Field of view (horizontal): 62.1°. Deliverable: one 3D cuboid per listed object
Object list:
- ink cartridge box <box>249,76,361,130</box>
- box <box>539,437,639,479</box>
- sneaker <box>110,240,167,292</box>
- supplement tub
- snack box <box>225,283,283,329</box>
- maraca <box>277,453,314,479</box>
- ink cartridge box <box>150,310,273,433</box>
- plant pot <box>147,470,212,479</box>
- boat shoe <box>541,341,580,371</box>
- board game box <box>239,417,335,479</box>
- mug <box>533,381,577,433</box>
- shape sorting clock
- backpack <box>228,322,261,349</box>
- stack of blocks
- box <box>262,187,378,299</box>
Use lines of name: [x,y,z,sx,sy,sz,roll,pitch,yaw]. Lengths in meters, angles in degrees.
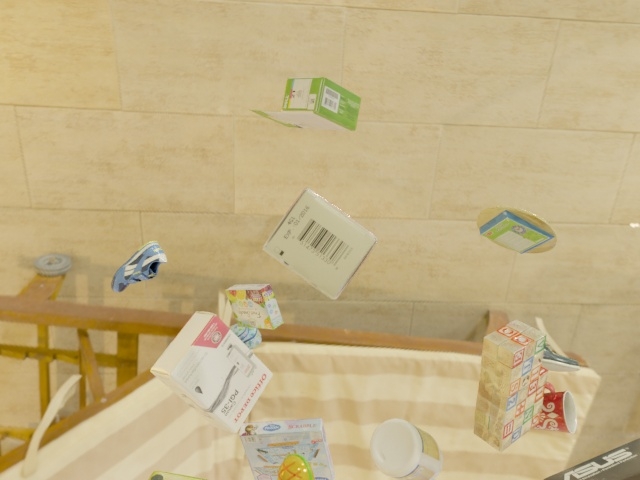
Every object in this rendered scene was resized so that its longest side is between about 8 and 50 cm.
ink cartridge box: [-0.045,-0.379,1.487,0.255,0.188,0.097,12,92,36]
box: [0.490,0.278,0.553,0.394,0.318,0.097,-19,87,-5]
sneaker: [-0.388,0.067,1.137,0.144,0.053,0.059,-44,83,8]
supplement tub: [0.236,0.570,1.426,0.144,0.144,0.199,-36,136,12]
snack box: [-0.157,0.155,1.253,0.141,0.037,0.100,-6,107,47]
maraca: [-0.070,0.710,1.523,0.127,0.186,0.099,-20,157,40]
ink cartridge box: [-0.292,0.367,1.483,0.117,0.207,0.283,-3,133,46]
plant pot: [-0.151,0.428,0.653,0.228,0.227,0.207,7,120,9]
boat shoe: [0.691,0.362,1.694,0.254,0.079,0.095,7,151,16]
board game box: [-0.123,0.832,2.064,0.318,0.066,0.318,-6,119,8]
mug: [0.621,0.468,1.515,0.169,0.113,0.151,-15,82,39]
shape sorting clock: [0.508,-0.028,1.384,0.206,0.206,0.040,29,69,-16]
backpack: [-0.258,0.322,1.758,0.114,0.105,0.084,-24,116,-2]
stack of blocks: [0.483,0.355,1.333,0.171,0.087,0.297,-18,119,-33]
box: [0.000,0.000,0.952,0.148,0.232,0.127,35,92,-2]
